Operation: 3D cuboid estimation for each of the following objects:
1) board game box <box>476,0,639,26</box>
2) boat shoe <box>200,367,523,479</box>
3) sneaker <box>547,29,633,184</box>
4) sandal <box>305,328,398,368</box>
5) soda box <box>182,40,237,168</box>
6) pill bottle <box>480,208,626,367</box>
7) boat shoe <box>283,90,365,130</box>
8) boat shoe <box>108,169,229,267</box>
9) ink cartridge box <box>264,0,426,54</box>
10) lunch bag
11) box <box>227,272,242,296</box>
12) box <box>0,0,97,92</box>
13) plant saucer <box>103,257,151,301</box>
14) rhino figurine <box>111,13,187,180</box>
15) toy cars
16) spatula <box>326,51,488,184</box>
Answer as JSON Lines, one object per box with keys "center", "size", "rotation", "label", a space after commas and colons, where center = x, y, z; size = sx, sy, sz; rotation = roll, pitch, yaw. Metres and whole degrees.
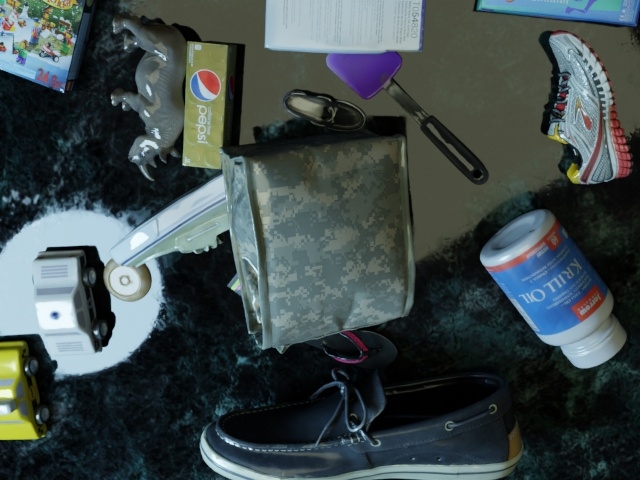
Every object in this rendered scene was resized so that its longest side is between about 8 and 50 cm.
{"center": [0.327, -0.379, 0.936], "size": [0.210, 0.047, 0.160], "rotation": [8, 107, 4], "label": "board game box"}
{"center": [0.064, 0.280, 1.090], "size": [0.500, 0.187, 0.156], "rotation": [-2, 107, 1], "label": "boat shoe"}
{"center": [0.357, -0.180, 0.969], "size": [0.092, 0.088, 0.225], "rotation": [-19, 103, 13], "label": "sneaker"}
{"center": [0.036, 0.168, 1.132], "size": [0.179, 0.040, 0.067], "rotation": [18, 107, 2], "label": "sandal"}
{"center": [-0.164, -0.201, 1.041], "size": [0.061, 0.058, 0.181], "rotation": [7, 107, 5], "label": "soda box"}
{"center": [0.346, 0.074, 1.024], "size": [0.124, 0.124, 0.221], "rotation": [-38, 99, 15], "label": "pill bottle"}
{"center": [0.005, -0.191, 1.034], "size": [0.125, 0.038, 0.046], "rotation": [21, 107, 1], "label": "boat shoe"}
{"center": [-0.183, -0.030, 1.070], "size": [0.302, 0.109, 0.094], "rotation": [-30, 102, 11], "label": "boat shoe"}
{"center": [0.037, -0.373, 0.968], "size": [0.224, 0.045, 0.223], "rotation": [5, 102, 7], "label": "ink cartridge box"}
{"center": [0.000, 0.000, 0.989], "size": [0.235, 0.169, 0.287], "rotation": [-11, 105, -19], "label": "lunch bag"}
{"center": [-0.099, 0.051, 1.092], "size": [0.052, 0.083, 0.062], "rotation": [37, 107, -4], "label": "box"}
{"center": [-0.463, -0.337, 1.046], "size": [0.233, 0.044, 0.159], "rotation": [20, 108, 1], "label": "box"}
{"center": [-0.322, 0.065, 1.159], "size": [0.083, 0.015, 0.083], "rotation": [2, 106, 6], "label": "plant saucer"}
{"center": [-0.250, -0.206, 1.044], "size": [0.106, 0.073, 0.243], "rotation": [8, 108, 8], "label": "rhino figurine"}
{"center": [-0.482, 0.193, 1.178], "size": [0.176, 0.087, 0.394], "rotation": [35, 107, -4], "label": "toy cars"}
{"center": [0.138, -0.189, 1.022], "size": [0.296, 0.030, 0.084], "rotation": [43, 104, -6], "label": "spatula"}
